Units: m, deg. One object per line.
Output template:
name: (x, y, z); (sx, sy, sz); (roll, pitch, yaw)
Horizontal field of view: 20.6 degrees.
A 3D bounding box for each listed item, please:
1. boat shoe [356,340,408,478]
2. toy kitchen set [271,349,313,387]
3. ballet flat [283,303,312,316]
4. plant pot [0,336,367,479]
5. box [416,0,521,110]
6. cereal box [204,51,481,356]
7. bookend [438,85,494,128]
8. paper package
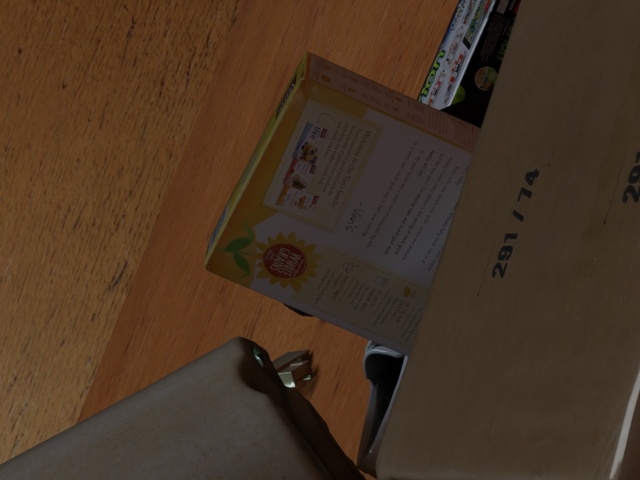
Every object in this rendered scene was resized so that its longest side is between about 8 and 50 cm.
boat shoe: (0.071, 0.095, 1.378); (0.226, 0.075, 0.083); (-84, 21, -47)
toy kitchen set: (-0.034, 0.159, 1.804); (0.083, 0.075, 0.068); (-11, 11, 37)
ballet flat: (0.000, 0.000, 1.844); (0.057, 0.049, 0.173); (133, 154, -55)
plant pot: (-0.115, 0.246, 1.327); (0.305, 0.334, 0.334); (-35, 18, 2)
box: (0.123, -0.135, 1.597); (0.114, 0.036, 0.207); (-123, 55, -73)
cereal box: (0.061, -0.007, 1.220); (0.047, 0.240, 0.173); (-83, 20, -58)
bookend: (0.109, -0.018, 1.369); (0.157, 0.156, 0.072); (-25, -13, -32)
paper package: (0.190, 0.000, 0.878); (0.325, 0.168, 0.309); (-71, 15, -12)
